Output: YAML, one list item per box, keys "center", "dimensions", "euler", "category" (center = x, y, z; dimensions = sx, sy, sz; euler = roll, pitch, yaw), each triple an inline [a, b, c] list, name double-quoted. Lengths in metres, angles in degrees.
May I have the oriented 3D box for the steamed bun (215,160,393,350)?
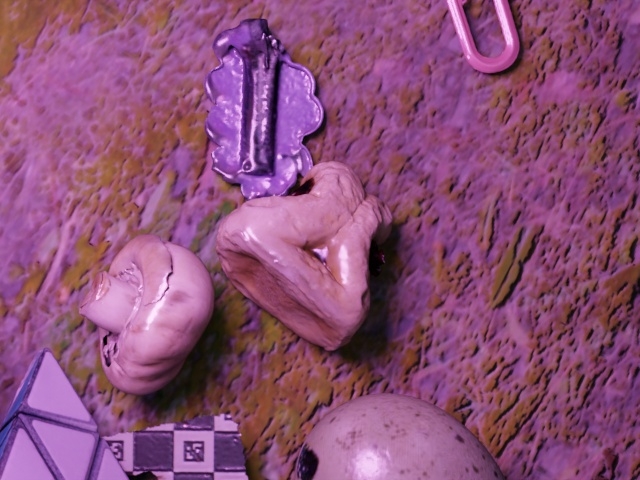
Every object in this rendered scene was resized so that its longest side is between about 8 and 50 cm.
- center: [0.000, 0.000, 1.216]
  dimensions: [0.172, 0.141, 0.155]
  euler: [41, 69, -4]
  category: "steamed bun"

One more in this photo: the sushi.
- center: [-0.166, 0.276, 1.203]
  dimensions: [0.210, 0.040, 0.192]
  euler: [-9, 87, 2]
  category: "sushi"

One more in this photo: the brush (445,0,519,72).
- center: [0.155, -0.291, 1.300]
  dimensions: [0.103, 0.047, 0.233]
  euler: [-17, 86, -8]
  category: "brush"

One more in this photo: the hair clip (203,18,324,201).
- center: [-0.058, -0.133, 1.260]
  dimensions: [0.124, 0.052, 0.195]
  euler: [-2, 89, -1]
  category: "hair clip"

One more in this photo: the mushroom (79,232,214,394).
- center: [-0.171, 0.070, 1.173]
  dimensions: [0.123, 0.154, 0.154]
  euler: [17, 81, -30]
  category: "mushroom"

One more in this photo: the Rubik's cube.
- center: [-0.269, 0.280, 1.116]
  dimensions: [0.233, 0.229, 0.228]
  euler: [-29, 131, -34]
  category: "Rubik's cube"

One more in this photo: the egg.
- center: [0.085, 0.242, 1.169]
  dimensions: [0.228, 0.177, 0.177]
  euler: [23, 82, -17]
  category: "egg"
